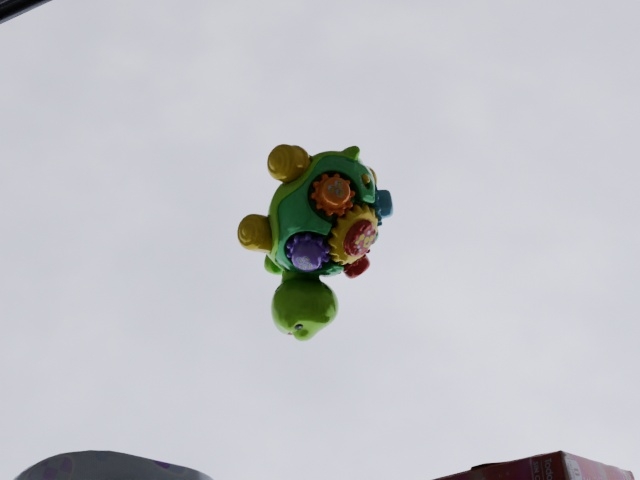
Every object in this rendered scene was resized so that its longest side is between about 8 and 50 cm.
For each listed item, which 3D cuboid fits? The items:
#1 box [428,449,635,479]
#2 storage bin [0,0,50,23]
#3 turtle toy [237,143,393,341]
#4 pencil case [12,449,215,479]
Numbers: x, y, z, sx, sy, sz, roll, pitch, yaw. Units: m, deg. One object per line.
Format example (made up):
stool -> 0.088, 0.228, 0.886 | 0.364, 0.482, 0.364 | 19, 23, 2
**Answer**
box -> 0.145, 0.272, 0.861 | 0.122, 0.128, 0.257 | -19, -114, 28
storage bin -> -0.061, -0.135, 0.305 | 0.180, 0.122, 0.084 | -22, -131, 14
turtle toy -> 0.000, 0.000, 0.881 | 0.066, 0.130, 0.095 | 33, -165, 38
pencil case -> -0.113, 0.241, 0.678 | 0.113, 0.124, 0.273 | 19, -128, -29
